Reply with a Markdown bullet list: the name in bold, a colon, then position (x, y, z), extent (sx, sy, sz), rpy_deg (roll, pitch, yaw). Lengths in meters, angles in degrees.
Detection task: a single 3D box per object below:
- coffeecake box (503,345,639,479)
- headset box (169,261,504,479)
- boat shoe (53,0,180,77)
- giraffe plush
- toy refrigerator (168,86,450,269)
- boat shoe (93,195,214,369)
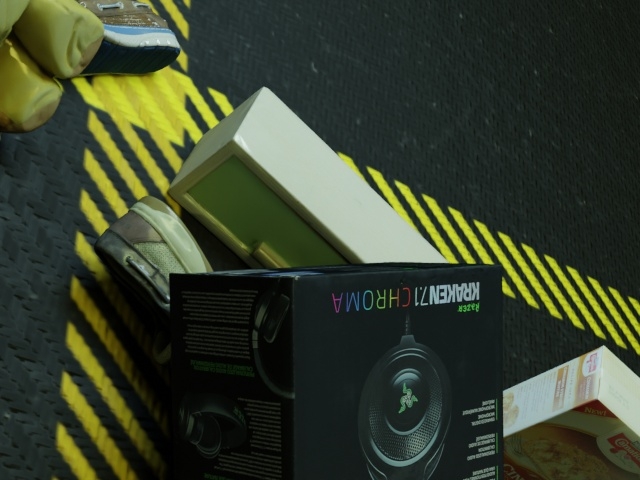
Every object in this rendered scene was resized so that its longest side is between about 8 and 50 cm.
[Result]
- **coffeecake box**: position (0.238, 0.196, 1.100), extent (0.142, 0.185, 0.068), rpy_deg (40, 42, -19)
- **headset box**: position (0.019, 0.160, 0.878), extent (0.246, 0.131, 0.283), rpy_deg (0, 91, -47)
- **boat shoe**: position (-0.203, -0.183, 1.002), extent (0.183, 0.066, 0.066), rpy_deg (-4, 63, -58)
- **giraffe plush**: position (-0.287, -0.180, 0.844), extent (0.170, 0.210, 0.181), rpy_deg (36, 62, 23)
- **toy refrigerator**: position (0.000, 0.000, 1.053), extent (0.269, 0.102, 0.094), rpy_deg (43, 41, -18)
- **boat shoe**: position (-0.104, 0.073, 0.925), extent (0.073, 0.080, 0.224), rpy_deg (-36, 107, -21)
